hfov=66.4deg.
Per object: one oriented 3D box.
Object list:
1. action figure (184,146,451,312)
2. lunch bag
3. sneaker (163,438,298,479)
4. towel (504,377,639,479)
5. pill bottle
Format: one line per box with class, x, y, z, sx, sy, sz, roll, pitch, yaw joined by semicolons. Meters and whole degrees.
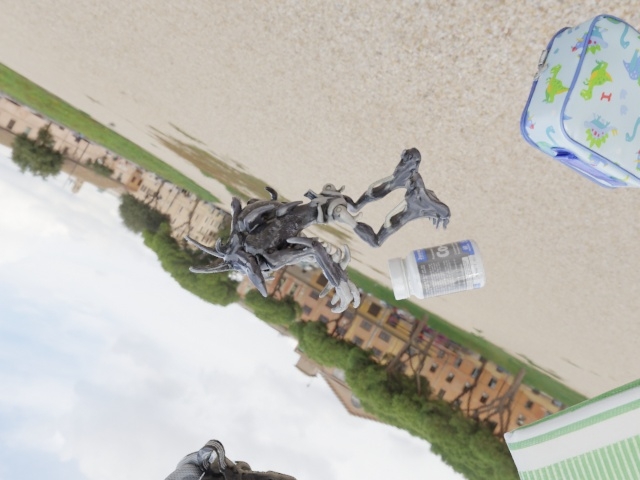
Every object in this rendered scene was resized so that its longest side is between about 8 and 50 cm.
action figure;0.000;0.000;0.549;0.164;0.275;0.141;-114;6;-51
lunch bag;0.376;-0.170;0.642;0.218;0.176;0.090;19;180;-21
sneaker;-0.096;0.285;0.436;0.153;0.269;0.101;31;-157;4
towel;0.393;0.332;0.550;0.325;0.247;0.038;63;-160;12
pill bottle;0.178;0.047;0.759;0.137;0.078;0.078;-12;170;8
